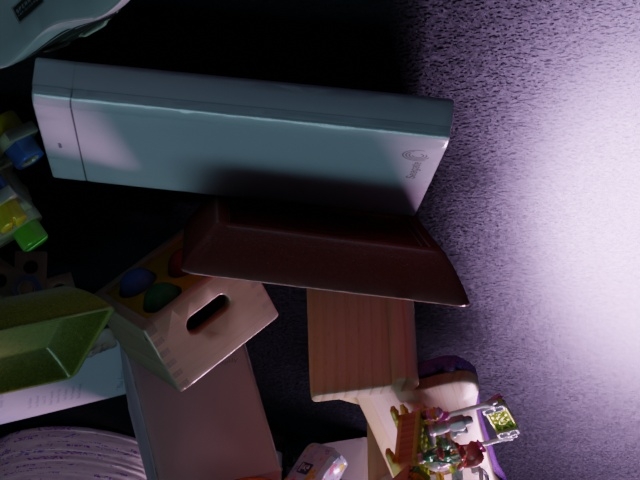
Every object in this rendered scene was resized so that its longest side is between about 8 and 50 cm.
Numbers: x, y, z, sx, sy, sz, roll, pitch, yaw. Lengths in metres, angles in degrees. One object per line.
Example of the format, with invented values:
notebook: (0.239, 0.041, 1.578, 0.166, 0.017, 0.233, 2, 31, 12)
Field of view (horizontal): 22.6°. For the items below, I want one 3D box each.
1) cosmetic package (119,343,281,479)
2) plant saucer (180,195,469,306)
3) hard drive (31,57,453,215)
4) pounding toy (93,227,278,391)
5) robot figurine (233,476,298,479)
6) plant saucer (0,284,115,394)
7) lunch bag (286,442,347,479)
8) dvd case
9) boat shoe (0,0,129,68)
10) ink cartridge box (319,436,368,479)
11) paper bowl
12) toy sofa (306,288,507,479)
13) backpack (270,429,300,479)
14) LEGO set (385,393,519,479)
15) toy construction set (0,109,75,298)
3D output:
cosmetic package: (-0.136, 0.224, 1.818, 0.138, 0.224, 0.224, -11, 150, -10)
plant saucer: (0.000, 0.000, 1.525, 0.259, 0.047, 0.259, 7, -171, -5)
hard drive: (-0.073, -0.089, 1.454, 0.353, 0.047, 0.233, 5, 164, -3)
pounding toy: (-0.138, 0.036, 1.634, 0.206, 0.181, 0.094, 23, 146, 56)
robot figurine: (-0.080, 0.329, 1.667, 0.158, 0.128, 0.219, -7, 147, -23)
plant saucer: (-0.317, 0.102, 1.584, 0.188, 0.045, 0.188, -11, 159, -27)
lunch bag: (-0.008, 0.263, 1.771, 0.053, 0.071, 0.083, 35, 164, 2)
dvd case: (-0.311, 0.148, 1.832, 0.253, 0.022, 0.180, -12, 150, -20)
boat shoe: (-0.202, -0.207, 1.315, 0.219, 0.077, 0.070, -20, -178, 42)
ink cartridge box: (0.055, 0.383, 2.087, 0.093, 0.212, 0.154, -11, 146, 28)
paper bowl: (-0.328, 0.375, 2.179, 0.284, 0.148, 0.284, 2, 148, 1)
toy sofa: (0.107, 0.178, 1.814, 0.177, 0.150, 0.362, -9, 146, 10)
backpack: (-0.113, 0.342, 2.066, 0.115, 0.182, 0.152, 25, 143, -30)
LEGO set: (0.140, 0.214, 1.615, 0.107, 0.132, 0.287, -17, 166, 13)
toy construction set: (-0.353, 0.010, 1.603, 0.215, 0.151, 0.327, -34, 159, -14)
